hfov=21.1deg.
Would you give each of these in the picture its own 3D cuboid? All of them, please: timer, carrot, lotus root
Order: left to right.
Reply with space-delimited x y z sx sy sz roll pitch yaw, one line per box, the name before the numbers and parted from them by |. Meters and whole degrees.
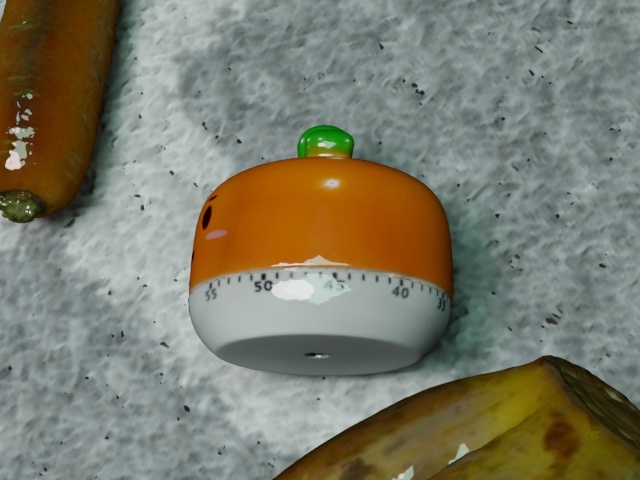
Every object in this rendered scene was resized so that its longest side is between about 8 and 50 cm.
carrot | -0.144 -0.113 0.942 0.067 0.067 0.225 2 70 17
timer | 0.000 0.000 0.840 0.136 0.099 0.136 -1 76 4
lotus root | 0.033 0.171 0.730 0.291 0.193 0.193 -40 65 0
